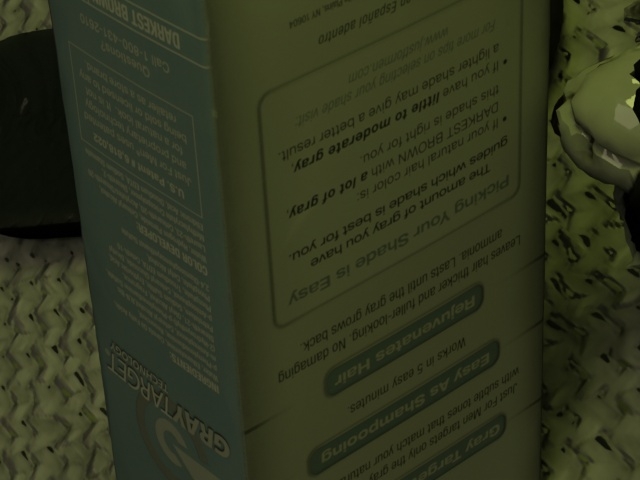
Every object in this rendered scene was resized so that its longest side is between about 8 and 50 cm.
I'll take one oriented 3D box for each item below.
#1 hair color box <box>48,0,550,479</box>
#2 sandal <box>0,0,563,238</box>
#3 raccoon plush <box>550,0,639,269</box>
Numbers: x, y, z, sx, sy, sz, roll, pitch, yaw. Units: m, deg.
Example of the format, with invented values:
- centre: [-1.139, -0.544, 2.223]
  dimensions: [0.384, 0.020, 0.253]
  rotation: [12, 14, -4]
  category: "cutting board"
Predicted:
- centre: [0.000, 0.000, 0.870]
  dimensions: [0.114, 0.185, 0.374]
  rotation: [31, 137, 40]
  category: "hair color box"
- centre: [-0.072, -0.080, 1.128]
  dimensions: [0.446, 0.107, 0.167]
  rotation: [-10, 70, 34]
  category: "sandal"
- centre: [0.286, 0.006, 0.747]
  dimensions: [0.446, 0.299, 0.216]
  rotation: [34, 75, 27]
  category: "raccoon plush"
